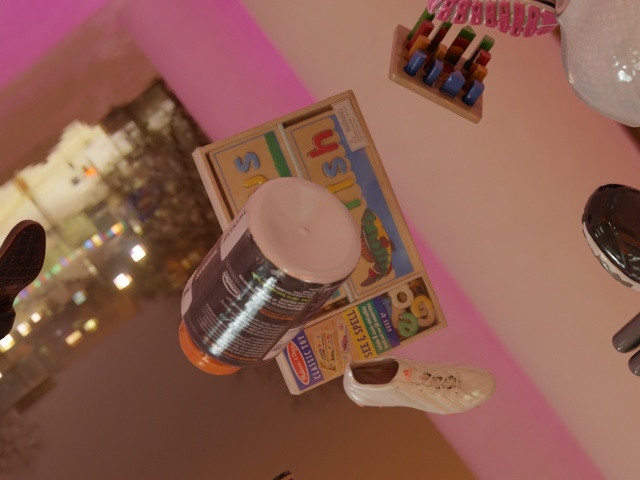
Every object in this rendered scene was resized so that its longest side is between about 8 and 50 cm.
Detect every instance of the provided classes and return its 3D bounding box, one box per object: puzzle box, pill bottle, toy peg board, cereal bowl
[{"bbox_3d":[0.000,0.000,2.134,0.272,0.409,0.052,-23,-178,-15],"label":"puzzle box"},{"bbox_3d":[-0.067,0.051,1.457,0.130,0.130,0.246,-42,174,-43],"label":"pill bottle"},{"bbox_3d":[0.199,-0.287,2.165,0.079,0.161,0.161,-57,-166,35],"label":"toy peg board"},{"bbox_3d":[0.373,-0.312,1.638,0.339,0.141,0.339,-161,-90,-88],"label":"cereal bowl"}]

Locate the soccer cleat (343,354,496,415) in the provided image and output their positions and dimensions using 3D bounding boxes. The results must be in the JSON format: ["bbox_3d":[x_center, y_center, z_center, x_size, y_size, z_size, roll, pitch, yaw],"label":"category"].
[{"bbox_3d":[0.125,0.181,1.756,0.196,0.076,0.068,-1,-128,9],"label":"soccer cleat"}]

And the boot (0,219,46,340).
[{"bbox_3d":[-0.450,0.032,1.905,0.082,0.106,0.219,1,131,-42],"label":"boot"}]

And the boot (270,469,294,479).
[{"bbox_3d":[-0.073,0.461,2.107,0.198,0.137,0.077,-44,167,-28],"label":"boot"}]

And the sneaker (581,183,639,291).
[{"bbox_3d":[0.407,0.023,1.422,0.107,0.283,0.124,-57,-172,-25],"label":"sneaker"}]

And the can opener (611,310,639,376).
[{"bbox_3d":[0.451,0.065,1.662,0.093,0.074,0.280,-8,149,-40],"label":"can opener"}]

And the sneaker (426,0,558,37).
[{"bbox_3d":[0.225,-0.311,1.758,0.063,0.170,0.075,89,14,-54],"label":"sneaker"}]
